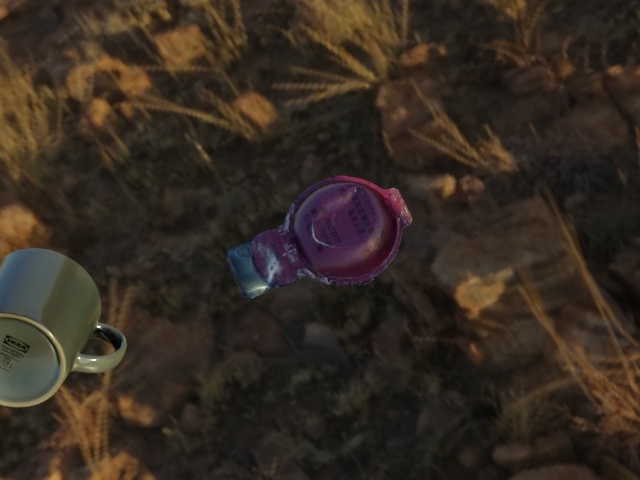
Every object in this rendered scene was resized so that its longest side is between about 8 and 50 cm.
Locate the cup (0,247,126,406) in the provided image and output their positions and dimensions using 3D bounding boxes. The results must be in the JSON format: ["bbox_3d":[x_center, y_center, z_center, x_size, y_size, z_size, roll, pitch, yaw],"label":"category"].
[{"bbox_3d":[-0.172,0.060,0.752,0.077,0.100,0.078,-85,15,-64],"label":"cup"}]

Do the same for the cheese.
[{"bbox_3d":[0.000,0.000,0.927,0.145,0.038,0.095,-22,65,-6],"label":"cheese"}]
